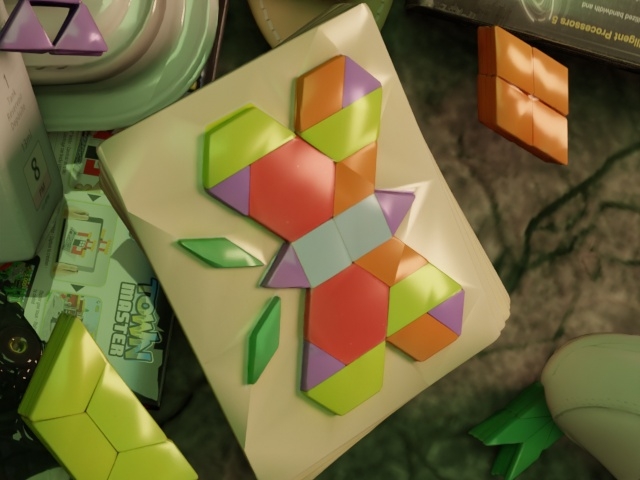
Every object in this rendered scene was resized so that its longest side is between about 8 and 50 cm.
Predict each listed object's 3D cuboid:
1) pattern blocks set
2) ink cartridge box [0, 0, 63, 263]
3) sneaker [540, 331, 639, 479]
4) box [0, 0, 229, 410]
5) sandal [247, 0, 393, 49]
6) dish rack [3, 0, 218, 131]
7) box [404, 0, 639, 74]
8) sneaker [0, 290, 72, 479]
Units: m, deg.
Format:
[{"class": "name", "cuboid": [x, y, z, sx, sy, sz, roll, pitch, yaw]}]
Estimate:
[{"class": "pattern blocks set", "cuboid": [0.000, 0.000, 0.576, 0.285, 0.026, 0.325, -46, 115, -15]}, {"class": "ink cartridge box", "cuboid": [-0.223, -0.090, 0.530, 0.189, 0.232, 0.066, -3, 41, 11]}, {"class": "sneaker", "cuboid": [0.209, 0.155, 0.562, 0.305, 0.114, 0.152, 37, 69, 10]}, {"class": "box", "cuboid": [-0.114, -0.031, 0.637, 0.114, 0.036, 0.207, 10, 78, -5]}, {"class": "sandal", "cuboid": [0.021, -0.188, 0.614, 0.088, 0.079, 0.240, 7, 103, -20]}, {"class": "dish rack", "cuboid": [-0.190, -0.216, 0.595, 0.286, 0.072, 0.332, 0, 86, 9]}, {"class": "box", "cuboid": [0.220, -0.189, 0.654, 0.308, 0.076, 0.242, 14, 97, -4]}, {"class": "sneaker", "cuboid": [-0.137, 0.138, 0.571, 0.085, 0.086, 0.237, -10, 84, -27]}]
